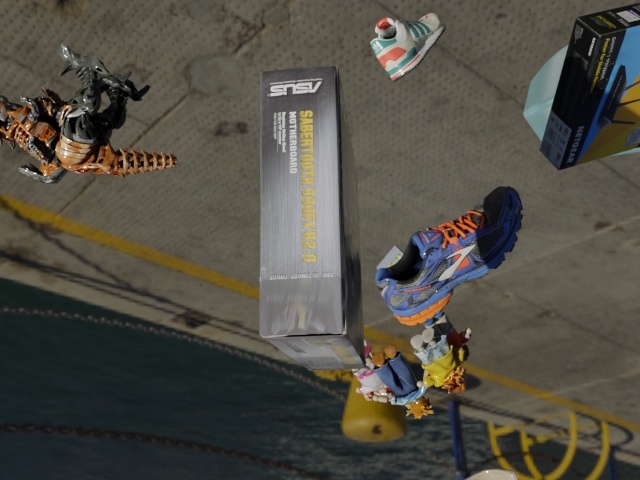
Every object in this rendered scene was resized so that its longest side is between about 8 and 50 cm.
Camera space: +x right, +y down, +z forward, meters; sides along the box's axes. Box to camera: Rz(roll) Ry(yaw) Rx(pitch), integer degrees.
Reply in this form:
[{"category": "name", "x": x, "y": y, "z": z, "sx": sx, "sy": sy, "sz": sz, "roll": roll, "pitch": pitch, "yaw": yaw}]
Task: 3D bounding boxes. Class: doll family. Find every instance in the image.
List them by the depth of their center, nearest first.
[{"category": "doll family", "x": 0.184, "y": 0.257, "z": 1.398, "sx": 0.263, "sy": 0.118, "sz": 0.163, "roll": -30, "pitch": 119, "yaw": 12}]

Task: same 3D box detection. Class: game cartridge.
[{"category": "game cartridge", "x": 0.125, "y": 0.050, "z": 1.167, "sx": 0.017, "sy": 0.083, "sz": 0.056, "roll": 27, "pitch": 104, "yaw": -42}]

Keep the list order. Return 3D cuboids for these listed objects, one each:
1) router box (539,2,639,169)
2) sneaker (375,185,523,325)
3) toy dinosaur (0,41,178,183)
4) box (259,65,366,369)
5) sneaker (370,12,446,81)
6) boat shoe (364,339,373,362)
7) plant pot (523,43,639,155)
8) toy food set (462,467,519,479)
[{"category": "router box", "x": 0.329, "y": -0.173, "z": 0.817, "sx": 0.133, "sy": 0.046, "sz": 0.178, "roll": -17, "pitch": 139, "yaw": -15}, {"category": "sneaker", "x": 0.159, "y": 0.013, "z": 0.914, "sx": 0.221, "sy": 0.083, "sz": 0.087, "roll": -46, "pitch": 118, "yaw": 10}, {"category": "toy dinosaur", "x": -0.390, "y": -0.186, "z": 1.219, "sx": 0.322, "sy": 0.218, "sz": 0.164, "roll": 21, "pitch": 178, "yaw": -11}, {"category": "box", "x": 0.000, "y": 0.000, "z": 0.572, "sx": 0.056, "sy": 0.182, "sz": 0.231, "roll": -4, "pitch": 164, "yaw": 6}, {"category": "sneaker", "x": 0.121, "y": -0.295, "z": 1.037, "sx": 0.075, "sy": 0.161, "sz": 0.057, "roll": 46, "pitch": 140, "yaw": -16}, {"category": "boat shoe", "x": 0.074, "y": 0.210, "z": 1.512, "sx": 0.042, "sy": 0.133, "sz": 0.049, "roll": -19, "pitch": 160, "yaw": -2}, {"category": "plant pot", "x": 0.674, "y": -0.357, "z": 1.885, "sx": 0.252, "sy": 0.247, "sz": 0.247, "roll": -16, "pitch": 131, "yaw": 43}, {"category": "toy food set", "x": 0.218, "y": 0.533, "z": 1.174, "sx": 0.306, "sy": 0.219, "sz": 0.092, "roll": -26, "pitch": -173, "yaw": -11}]
